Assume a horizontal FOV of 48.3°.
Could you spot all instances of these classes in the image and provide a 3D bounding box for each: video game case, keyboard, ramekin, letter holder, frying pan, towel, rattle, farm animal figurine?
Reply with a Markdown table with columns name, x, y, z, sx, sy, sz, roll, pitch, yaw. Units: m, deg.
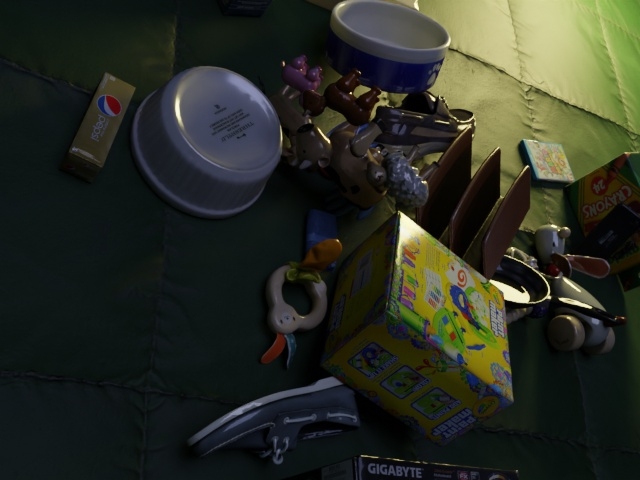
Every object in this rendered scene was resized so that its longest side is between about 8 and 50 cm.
| name | x | y | z | sx | sy | sz | roll | pitch | yaw |
| --- | --- | --- | --- | --- | --- | --- | --- | --- | --- |
| video game case | 0.616 | -0.213 | 1.933 | 0.166 | 0.015 | 0.119 | 0 | 67 | -35 |
| keyboard | 0.731 | 0.000 | 1.792 | 0.108 | 0.180 | 0.023 | 39 | 26 | 4 |
| ramekin | -0.191 | -0.186 | 1.271 | 0.273 | 0.127 | 0.272 | 16 | 58 | -28 |
| letter holder | 0.328 | -0.087 | 1.504 | 0.302 | 0.152 | 0.214 | -50 | 142 | -41 |
| frying pan | 0.460 | 0.102 | 1.551 | 0.326 | 0.053 | 0.197 | 14 | 29 | -1 |
| towel | 0.000 | 0.000 | 1.375 | 0.067 | 0.029 | 0.119 | 18 | 58 | -27 |
| rattle | -0.025 | 0.113 | 1.231 | 0.130 | 0.143 | 0.199 | 52 | 40 | -26 |
| farm animal figurine | 0.019 | -0.178 | 1.334 | 0.327 | 0.330 | 0.172 | 45 | 81 | -21 |

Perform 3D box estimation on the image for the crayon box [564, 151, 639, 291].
| name | x | y | z | sx | sy | sz | roll | pitch | yaw |
| --- | --- | --- | --- | --- | --- | --- | --- | --- | --- |
| crayon box | 0.787 | -0.042 | 1.841 | 0.081 | 0.202 | 0.318 | -6 | 70 | -37 |

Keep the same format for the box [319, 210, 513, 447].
| name | x | y | z | sx | sy | sz | roll | pitch | yaw |
| --- | --- | --- | --- | --- | --- | --- | --- | --- | --- |
| box | 0.177 | 0.152 | 1.273 | 0.279 | 0.177 | 0.290 | 36 | 33 | -14 |

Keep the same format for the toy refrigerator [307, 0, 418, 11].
| name | x | y | z | sx | sy | sz | roll | pitch | yaw |
| --- | --- | --- | --- | --- | --- | --- | --- | --- | --- |
| toy refrigerator | 0.095 | -0.597 | 1.706 | 0.270 | 0.102 | 0.094 | 10 | 61 | -31 |

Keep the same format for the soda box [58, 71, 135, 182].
| name | x | y | z | sx | sy | sz | roll | pitch | yaw |
| --- | --- | --- | --- | --- | --- | --- | --- | --- | --- |
| soda box | -0.370 | -0.189 | 1.188 | 0.058 | 0.061 | 0.181 | 26 | 54 | -23 |

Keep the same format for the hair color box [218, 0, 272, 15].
| name | x | y | z | sx | sy | sz | roll | pitch | yaw |
| --- | --- | --- | --- | --- | --- | --- | --- | --- | --- |
| hair color box | -0.106 | -0.622 | 1.412 | 0.105 | 0.347 | 0.173 | -12 | 74 | -39 |

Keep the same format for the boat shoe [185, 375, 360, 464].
| name | x | y | z | sx | sy | sz | roll | pitch | yaw |
| --- | --- | --- | --- | --- | --- | --- | --- | --- | --- |
| boat shoe | -0.059 | 0.294 | 1.124 | 0.320 | 0.116 | 0.099 | -8 | 68 | -43 |

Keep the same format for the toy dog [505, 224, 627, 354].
| name | x | y | z | sx | sy | sz | roll | pitch | yaw |
| --- | --- | --- | --- | --- | --- | --- | --- | --- | --- |
| toy dog | 0.602 | 0.109 | 1.656 | 0.220 | 0.161 | 0.333 | -19 | 79 | -43 |

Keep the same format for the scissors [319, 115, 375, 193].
| name | x | y | z | sx | sy | sz | roll | pitch | yaw |
| --- | --- | --- | --- | --- | --- | --- | --- | --- | --- |
| scissors | 0.095 | -0.191 | 1.552 | 0.109 | 0.021 | 0.297 | 47 | 48 | -3 |

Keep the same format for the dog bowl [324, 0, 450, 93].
| name | x | y | z | sx | sy | sz | roll | pitch | yaw |
| --- | --- | --- | --- | --- | --- | --- | --- | --- | --- |
| dog bowl | 0.145 | -0.432 | 1.578 | 0.265 | 0.104 | 0.264 | 10 | 37 | -7 |

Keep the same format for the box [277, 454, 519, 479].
| name | x | y | z | sx | sy | sz | roll | pitch | yaw |
| --- | --- | --- | --- | --- | --- | --- | --- | --- | --- |
| box | 0.090 | 0.386 | 1.062 | 0.296 | 0.293 | 0.073 | 14 | 61 | -29 |

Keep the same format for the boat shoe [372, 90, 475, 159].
| name | x | y | z | sx | sy | sz | roll | pitch | yaw |
| --- | --- | --- | --- | --- | --- | --- | --- | --- | --- |
| boat shoe | 0.240 | -0.265 | 1.578 | 0.355 | 0.132 | 0.130 | -23 | 125 | -46 |

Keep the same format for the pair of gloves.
| name | x | y | z | sx | sy | sz | roll | pitch | yaw |
| --- | --- | --- | --- | --- | --- | --- | --- | --- | --- |
| pair of gloves | 0.062 | -0.140 | 1.446 | 0.159 | 0.023 | 0.198 | -25 | 83 | -4 |

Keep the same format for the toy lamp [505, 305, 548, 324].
| name | x | y | z | sx | sy | sz | roll | pitch | yaw |
| --- | --- | --- | --- | --- | --- | --- | --- | --- | --- |
| toy lamp | 0.387 | 0.170 | 1.529 | 0.275 | 0.080 | 0.080 | -19 | 79 | -41 |
